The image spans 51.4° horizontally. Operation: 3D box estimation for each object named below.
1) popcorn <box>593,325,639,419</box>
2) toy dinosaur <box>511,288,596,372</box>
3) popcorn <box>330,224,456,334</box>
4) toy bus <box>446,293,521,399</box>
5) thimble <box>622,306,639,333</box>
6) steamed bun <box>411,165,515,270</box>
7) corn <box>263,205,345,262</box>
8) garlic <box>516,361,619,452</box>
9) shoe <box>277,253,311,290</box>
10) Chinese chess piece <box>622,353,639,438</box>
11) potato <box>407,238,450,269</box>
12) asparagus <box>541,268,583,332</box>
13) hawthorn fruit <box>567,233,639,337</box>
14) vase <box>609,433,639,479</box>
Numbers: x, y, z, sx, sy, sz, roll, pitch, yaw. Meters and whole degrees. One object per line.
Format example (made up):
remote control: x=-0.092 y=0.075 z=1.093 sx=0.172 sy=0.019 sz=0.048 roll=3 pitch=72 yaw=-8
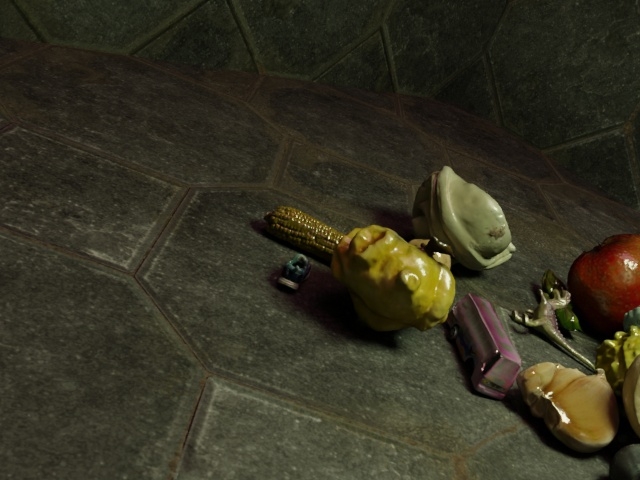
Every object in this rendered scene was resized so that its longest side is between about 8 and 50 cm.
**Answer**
popcorn: x=0.771 y=0.333 z=1.587 sx=0.249 sy=0.249 sz=0.225 roll=29 pitch=60 yaw=11
toy dinosaur: x=0.639 y=0.235 z=1.824 sx=0.199 sy=0.072 sz=0.251 roll=5 pitch=42 yaw=-9
popcorn: x=0.168 y=0.098 z=1.531 sx=0.297 sy=0.281 sz=0.316 roll=37 pitch=-6 yaw=29
toy bus: x=0.381 y=0.244 z=1.575 sx=0.090 sy=0.112 sz=0.274 roll=23 pitch=24 yaw=-18
thimble: x=0.934 y=0.238 z=1.738 sx=0.205 sy=0.250 sz=0.172 roll=24 pitch=53 yaw=-57
steamed bun: x=0.401 y=-0.035 z=1.980 sx=0.324 sy=0.219 sz=0.310 roll=49 pitch=-2 yaw=35
corn: x=0.000 y=0.000 z=1.745 sx=0.319 sy=0.097 sz=0.097 roll=27 pitch=26 yaw=3
garlic: x=0.560 y=0.370 z=1.487 sx=0.227 sy=0.110 sz=0.217 roll=-8 pitch=50 yaw=-30
shoe: x=-0.056 y=0.066 z=1.590 sx=0.063 sy=0.071 sz=0.143 roll=27 pitch=21 yaw=6
Chinese chess piece: x=0.784 y=0.336 z=1.401 sx=0.270 sy=0.270 sz=0.112 roll=32 pitch=6 yaw=18
potato: x=0.305 y=0.049 z=1.883 sx=0.147 sy=0.112 sz=0.112 roll=31 pitch=26 yaw=29
asparagus: x=0.710 y=0.185 z=1.986 sx=0.080 sy=0.080 sz=0.287 roll=17 pitch=39 yaw=-13
hawthorn fruit: x=0.888 y=0.168 z=1.951 sx=0.284 sy=0.284 sz=0.369 roll=-18 pitch=90 yaw=-54
vase: x=0.652 y=0.465 z=1.384 sx=0.120 sy=0.120 sz=0.183 roll=25 pitch=10 yaw=3
